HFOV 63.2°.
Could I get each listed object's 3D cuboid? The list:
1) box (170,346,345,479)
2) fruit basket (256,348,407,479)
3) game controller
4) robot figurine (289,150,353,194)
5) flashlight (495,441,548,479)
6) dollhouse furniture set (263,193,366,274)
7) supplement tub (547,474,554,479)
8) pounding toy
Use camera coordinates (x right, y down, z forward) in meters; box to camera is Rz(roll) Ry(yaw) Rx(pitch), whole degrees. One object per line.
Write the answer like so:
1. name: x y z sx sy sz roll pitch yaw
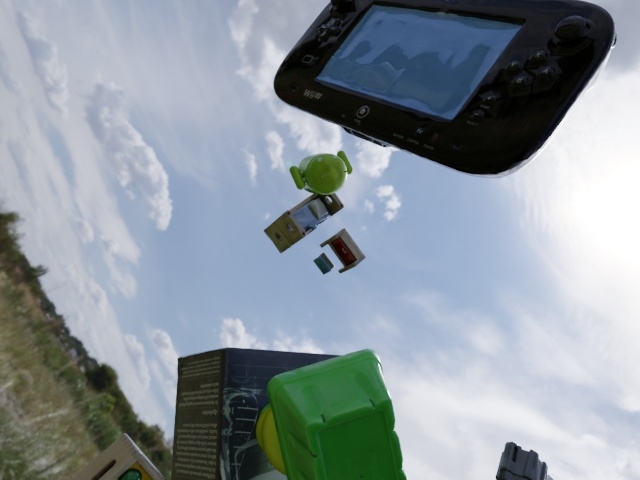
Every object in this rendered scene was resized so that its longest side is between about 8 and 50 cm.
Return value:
1. box: -0.129 0.552 1.416 0.297 0.479 0.472 -21 -117 48
2. fruit basket: 0.017 0.424 1.100 0.392 0.282 0.392 167 -90 -77
3. game controller: 0.085 -0.162 0.480 0.319 0.166 0.067 32 -15 43
4. robot figurine: 0.002 -0.108 0.849 0.115 0.101 0.067 -159 -127 -69
5. flashlight: 0.324 0.506 0.870 0.103 0.304 0.103 17 -44 19
6. dollhouse furniture set: 0.000 0.000 1.121 0.184 0.129 0.129 53 -31 -2
7. supplement tub: 0.400 0.571 1.042 0.144 0.199 0.144 -25 90 -87
8. pounding toy: -0.357 0.497 0.937 0.094 0.181 0.206 11 -46 52
